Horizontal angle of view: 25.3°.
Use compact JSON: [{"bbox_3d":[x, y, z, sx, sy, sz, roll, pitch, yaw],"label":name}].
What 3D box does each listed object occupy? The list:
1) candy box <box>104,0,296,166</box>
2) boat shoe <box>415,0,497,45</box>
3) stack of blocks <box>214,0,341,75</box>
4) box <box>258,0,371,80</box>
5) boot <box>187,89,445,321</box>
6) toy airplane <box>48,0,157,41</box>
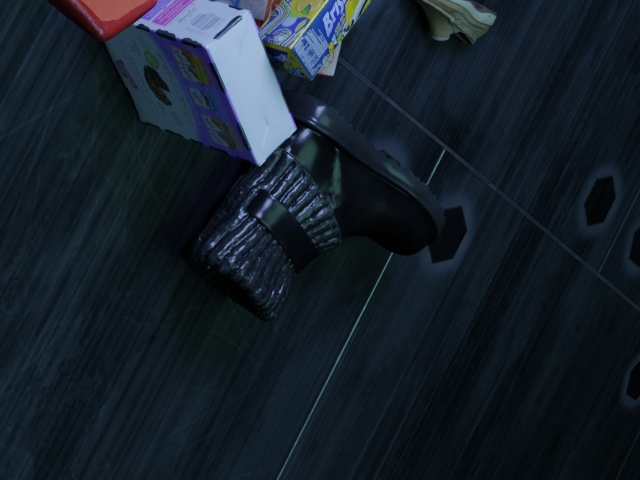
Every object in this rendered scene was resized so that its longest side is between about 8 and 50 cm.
[{"bbox_3d":[-0.138,-0.184,1.535,0.070,0.196,0.164,-46,137,-24],"label":"candy box"},{"bbox_3d":[0.172,-0.304,1.933,0.190,0.068,0.072,14,109,-50],"label":"boat shoe"},{"bbox_3d":[-0.039,-0.349,1.587,0.087,0.171,0.297,3,105,-49],"label":"stack of blocks"},{"bbox_3d":[0.007,-0.253,1.501,0.169,0.059,0.054,-54,139,-17],"label":"box"},{"bbox_3d":[-0.003,-0.001,1.821,0.348,0.131,0.260,37,73,-39],"label":"boot"},{"bbox_3d":[-0.319,-0.371,1.213,0.386,0.272,0.384,5,87,-11],"label":"toy airplane"}]
